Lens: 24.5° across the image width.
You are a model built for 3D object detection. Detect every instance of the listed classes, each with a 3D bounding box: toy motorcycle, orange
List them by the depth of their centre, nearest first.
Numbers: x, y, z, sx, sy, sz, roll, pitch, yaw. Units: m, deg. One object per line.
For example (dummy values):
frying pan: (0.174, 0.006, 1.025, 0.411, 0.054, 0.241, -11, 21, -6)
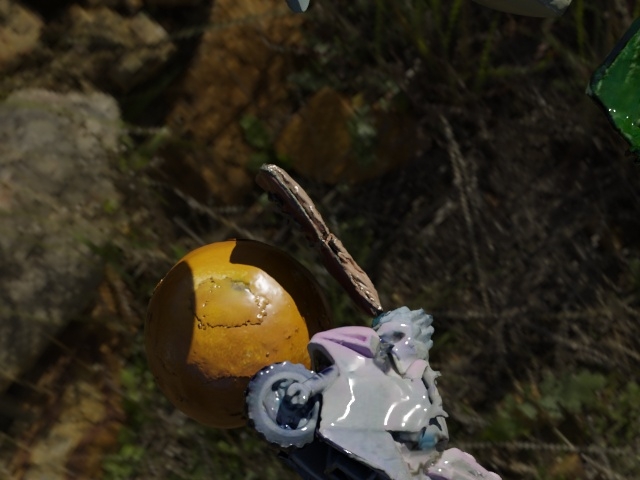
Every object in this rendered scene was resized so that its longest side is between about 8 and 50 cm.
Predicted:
toy motorcycle: (0.071, 0.143, 1.264, 0.108, 0.239, 0.204, -25, 25, 50)
orange: (-0.105, 0.118, 1.880, 0.246, 0.246, 0.246, -15, 56, 23)

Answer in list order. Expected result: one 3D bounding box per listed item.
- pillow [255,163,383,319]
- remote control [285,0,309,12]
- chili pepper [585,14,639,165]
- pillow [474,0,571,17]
pillow: (0.000, 0.000, 1.816, 0.043, 0.126, 0.232, -37, 90, -3)
remote control: (-0.039, -0.318, 1.602, 0.029, 0.061, 0.162, -15, 47, 5)
chili pepper: (0.401, -0.178, 1.443, 0.213, 0.167, 0.385, -12, 48, 54)
pillow: (0.195, -0.426, 2.078, 0.120, 0.322, 0.255, -57, 14, 3)
